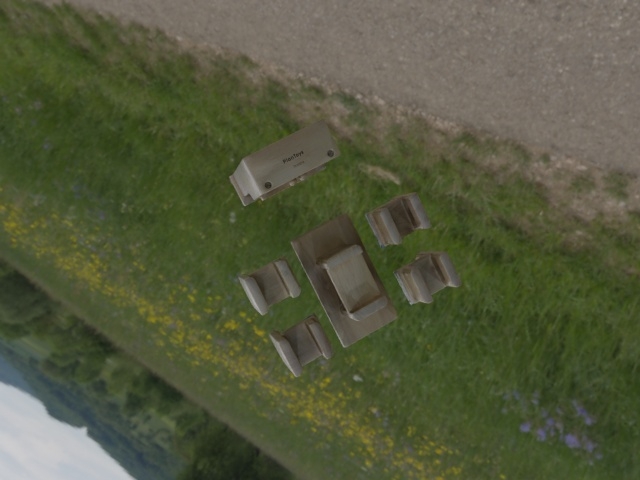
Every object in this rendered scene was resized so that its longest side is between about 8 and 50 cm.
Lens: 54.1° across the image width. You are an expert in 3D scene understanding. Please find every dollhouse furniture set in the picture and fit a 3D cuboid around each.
[{"bbox_3d":[0.000,0.000,0.743,0.242,0.212,0.161,63,169,-5],"label":"dollhouse furniture set"}]
